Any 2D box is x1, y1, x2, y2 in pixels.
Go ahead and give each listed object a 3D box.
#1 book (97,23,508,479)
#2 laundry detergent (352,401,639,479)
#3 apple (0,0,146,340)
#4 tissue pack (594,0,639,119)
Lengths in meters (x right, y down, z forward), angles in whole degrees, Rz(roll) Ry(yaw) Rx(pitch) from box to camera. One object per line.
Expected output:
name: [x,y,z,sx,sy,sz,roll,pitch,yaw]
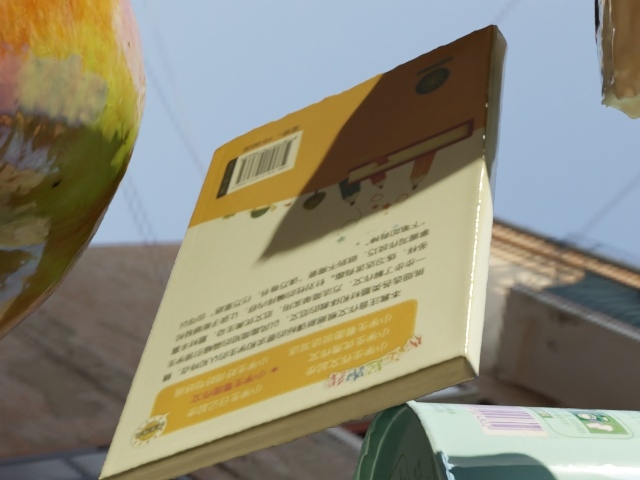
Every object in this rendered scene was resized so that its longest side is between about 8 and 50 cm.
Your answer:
book: [0.000,0.000,0.816,0.208,0.020,0.295,-21,-149,24]
laundry detergent: [0.192,0.255,1.039,0.287,0.305,0.287,-176,-90,-78]
apple: [-0.228,-0.067,0.635,0.277,0.309,0.250,-46,-108,10]
tissue pack: [0.337,-0.249,0.874,0.375,0.195,0.390,-8,-94,24]
